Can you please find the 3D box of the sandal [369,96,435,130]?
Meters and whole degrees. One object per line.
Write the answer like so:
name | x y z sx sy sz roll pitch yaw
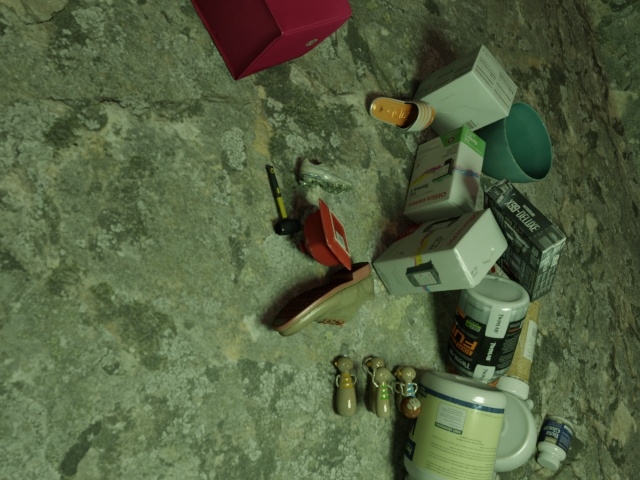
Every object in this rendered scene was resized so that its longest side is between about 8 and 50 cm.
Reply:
sandal | 0.279 -0.399 1.621 0.265 0.076 0.102 -1 118 -31

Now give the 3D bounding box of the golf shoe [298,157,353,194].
golf shoe | 0.020 -0.183 1.410 0.176 0.069 0.086 12 67 -35

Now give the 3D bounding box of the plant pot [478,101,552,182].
plant pot | 0.684 -0.334 1.850 0.290 0.195 0.291 10 74 -35

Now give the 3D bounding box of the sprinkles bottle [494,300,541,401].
sprinkles bottle | 0.675 0.368 1.731 0.121 0.121 0.356 35 61 -25

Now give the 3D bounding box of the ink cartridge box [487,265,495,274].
ink cartridge box | 0.468 0.093 1.632 0.230 0.134 0.078 -15 88 -37

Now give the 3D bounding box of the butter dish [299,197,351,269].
butter dish | 0.000 0.000 1.325 0.160 0.118 0.160 49 24 -51

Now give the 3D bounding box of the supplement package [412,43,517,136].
supplement package | 0.481 -0.485 1.692 0.204 0.261 0.145 39 60 -23

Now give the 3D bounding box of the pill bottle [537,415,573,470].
pill bottle | 0.829 0.719 1.781 0.094 0.094 0.169 49 56 -17

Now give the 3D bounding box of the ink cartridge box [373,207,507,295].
ink cartridge box | 0.337 0.037 1.439 0.226 0.306 0.131 -40 105 -36

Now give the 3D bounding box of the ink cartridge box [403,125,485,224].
ink cartridge box | 0.394 -0.194 1.600 0.117 0.201 0.278 29 64 -27

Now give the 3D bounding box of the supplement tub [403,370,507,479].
supplement tub | 0.360 0.542 1.364 0.235 0.235 0.325 17 84 -32

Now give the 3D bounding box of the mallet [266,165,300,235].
mallet | -0.099 -0.106 1.324 0.062 0.039 0.190 -4 78 -36

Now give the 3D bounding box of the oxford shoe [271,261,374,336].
oxford shoe | 0.029 0.175 1.301 0.348 0.123 0.130 -27 102 -36

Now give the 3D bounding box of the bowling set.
bowling set | 0.197 0.385 1.334 0.286 0.199 0.154 10 72 -39

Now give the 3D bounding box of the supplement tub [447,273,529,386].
supplement tub | 0.493 0.276 1.505 0.193 0.193 0.316 -17 123 -38

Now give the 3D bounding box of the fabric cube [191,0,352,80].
fabric cube | -0.127 -0.604 1.276 0.258 0.254 0.259 -36 102 -37

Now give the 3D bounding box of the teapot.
teapot | 0.533 0.593 1.530 0.187 0.255 0.253 60 27 -45

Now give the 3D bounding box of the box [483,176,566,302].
box | 0.563 0.006 1.428 0.076 0.307 0.243 -29 54 -4
